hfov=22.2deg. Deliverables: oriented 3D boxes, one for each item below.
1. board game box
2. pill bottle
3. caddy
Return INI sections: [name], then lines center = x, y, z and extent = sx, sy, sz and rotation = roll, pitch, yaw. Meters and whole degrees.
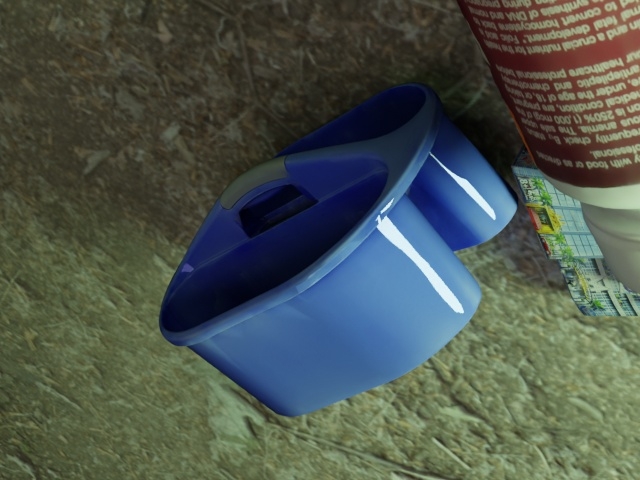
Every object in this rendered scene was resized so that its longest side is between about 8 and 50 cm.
[board game box]
center = 0.281, -0.007, 1.344
extent = 0.194, 0.060, 0.194
rotation = -2, 129, 34
[pill bottle]
center = 0.215, -0.164, 1.107
extent = 0.224, 0.224, 0.392
rotation = -6, 126, 36
[caddy]
center = 0.000, 0.000, 1.392
extent = 0.179, 0.241, 0.341
rotation = 43, 138, -19
